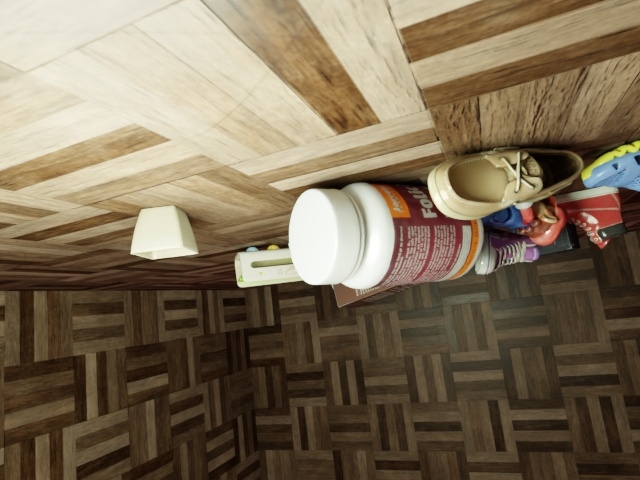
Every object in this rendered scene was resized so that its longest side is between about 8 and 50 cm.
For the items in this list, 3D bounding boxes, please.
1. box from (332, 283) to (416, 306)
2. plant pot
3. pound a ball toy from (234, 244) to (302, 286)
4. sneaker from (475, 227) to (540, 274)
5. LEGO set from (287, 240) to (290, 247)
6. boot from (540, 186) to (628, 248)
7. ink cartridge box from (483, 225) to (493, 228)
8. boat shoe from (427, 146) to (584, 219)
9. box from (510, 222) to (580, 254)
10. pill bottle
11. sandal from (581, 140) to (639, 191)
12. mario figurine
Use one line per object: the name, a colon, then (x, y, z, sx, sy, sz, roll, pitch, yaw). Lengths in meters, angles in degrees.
box: (0.224, 0.092, 1.486, 0.381, 0.191, 0.143, -24, 158, 28)
plant pot: (-0.337, -0.019, 0.920, 0.108, 0.097, 0.109, -7, 172, 1)
pound a ball toy: (-0.129, 0.070, 1.510, 0.318, 0.136, 0.208, -5, 167, -21)
sneaker: (0.527, 0.029, 1.189, 0.160, 0.102, 0.282, 12, -156, 24)
LEGO set: (0.000, 0.000, 1.418, 0.244, 0.060, 0.182, -8, 167, 7)
boot: (0.767, -0.054, 1.278, 0.244, 0.177, 0.088, -11, 172, 33)
ink cartridge box: (0.419, -0.039, 1.299, 0.145, 0.045, 0.179, -6, -159, -6)
boat shoe: (0.342, -0.122, 0.773, 0.340, 0.122, 0.110, -13, 171, -30)
box: (0.851, -0.020, 1.620, 0.108, 0.153, 0.207, 1, 168, -43)
pill bottle: (0.145, -0.012, 0.929, 0.391, 0.224, 0.224, -2, 169, -32)
sandal: (0.706, -0.137, 0.860, 0.316, 0.138, 0.126, -7, 173, 9)
mario figurine: (0.521, -0.094, 1.154, 0.320, 0.170, 0.198, 6, -154, -15)
